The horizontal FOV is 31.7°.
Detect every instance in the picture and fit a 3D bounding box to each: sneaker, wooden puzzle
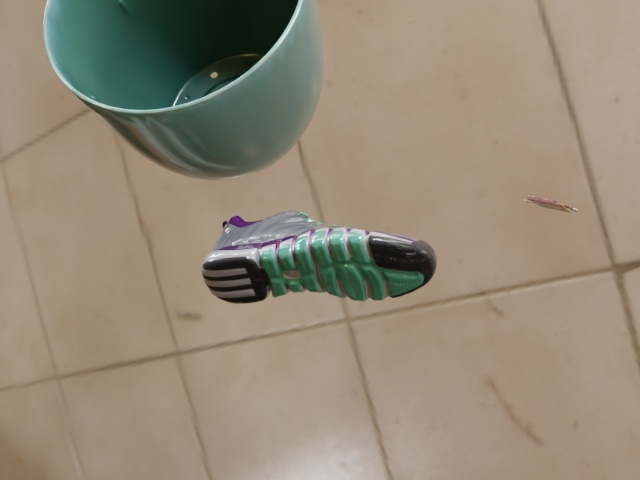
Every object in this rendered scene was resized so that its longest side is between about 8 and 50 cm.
[{"bbox_3d":[0.000,0.000,1.072,0.224,0.098,0.083,-2,132,12],"label":"sneaker"},{"bbox_3d":[0.314,-0.049,1.534,0.083,0.049,0.006,14,87,35],"label":"wooden puzzle"}]

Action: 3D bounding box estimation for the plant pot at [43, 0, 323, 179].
[{"bbox_3d":[-0.126,-0.205,1.275,0.293,0.293,0.235,46,172,29],"label":"plant pot"}]
